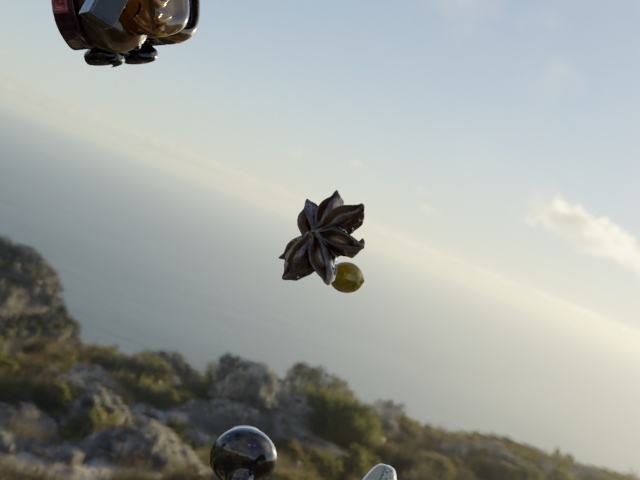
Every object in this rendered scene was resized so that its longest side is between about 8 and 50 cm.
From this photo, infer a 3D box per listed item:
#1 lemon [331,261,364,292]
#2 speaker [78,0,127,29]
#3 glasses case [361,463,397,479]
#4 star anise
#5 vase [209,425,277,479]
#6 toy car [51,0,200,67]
[{"bbox_3d":[0.049,0.073,1.990,0.083,0.062,0.062,9,-3,23],"label":"lemon"},{"bbox_3d":[-0.252,-0.372,1.318,0.040,0.191,0.046,31,-9,-31],"label":"speaker"},{"bbox_3d":[0.050,0.484,1.568,0.076,0.125,0.327,20,36,12],"label":"glasses case"},{"bbox_3d":[0.014,-0.003,1.951,0.196,0.212,0.073,8,-26,42],"label":"star anise"},{"bbox_3d":[-0.139,0.414,1.742,0.120,0.120,0.183,21,36,-14],"label":"vase"},{"bbox_3d":[-0.340,-0.476,1.918,0.240,0.271,0.340,1,14,29],"label":"toy car"}]
